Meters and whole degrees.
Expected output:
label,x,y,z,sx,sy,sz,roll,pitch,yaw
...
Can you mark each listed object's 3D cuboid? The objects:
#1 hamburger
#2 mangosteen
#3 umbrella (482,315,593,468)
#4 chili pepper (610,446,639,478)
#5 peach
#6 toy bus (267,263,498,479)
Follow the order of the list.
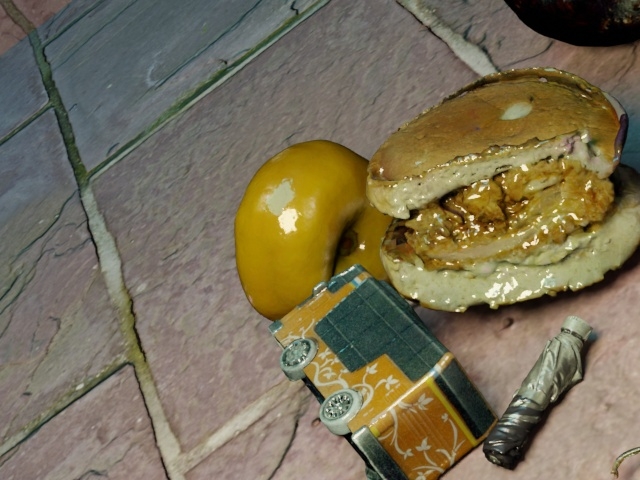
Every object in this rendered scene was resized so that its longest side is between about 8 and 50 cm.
label,x,y,z,sx,sy,sz,roll,pitch,yaw
hamburger,0.217,-0.069,1.649,0.318,0.195,0.277,-13,24,13
mangosteen,0.383,-0.407,1.876,0.330,0.330,0.330,-27,33,19
umbrella,0.236,0.164,1.505,0.188,0.050,0.046,-54,14,-22
chili pepper,0.395,0.158,1.336,0.268,0.050,0.059,-28,17,16
peach,0.000,0.000,1.771,0.251,0.251,0.153,-50,35,-18
toy bus,0.065,0.154,1.604,0.167,0.138,0.275,-40,32,-4
